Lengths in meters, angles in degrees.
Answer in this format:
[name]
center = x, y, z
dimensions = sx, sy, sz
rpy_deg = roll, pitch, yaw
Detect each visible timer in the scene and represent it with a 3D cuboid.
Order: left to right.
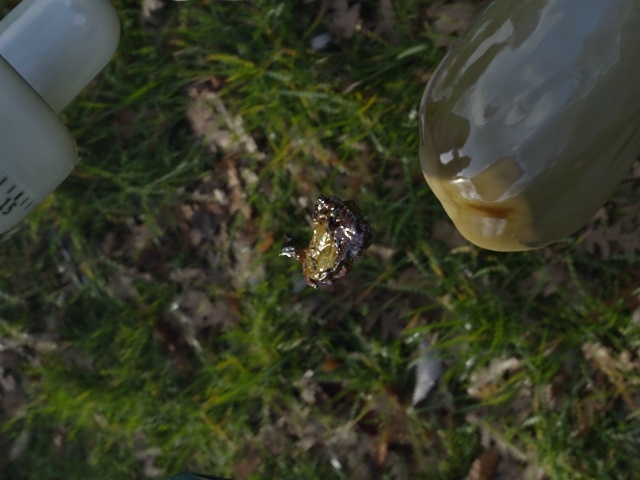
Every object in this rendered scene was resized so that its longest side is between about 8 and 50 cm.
[timer]
center = -0.252, -0.119, 0.779
dimensions = 0.233, 0.240, 0.233
rpy_deg = 43, 172, 8

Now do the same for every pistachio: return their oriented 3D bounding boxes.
[pistachio]
center = 0.140, -0.090, 0.687
dimensions = 0.131, 0.129, 0.206
rpy_deg = 40, 89, -14

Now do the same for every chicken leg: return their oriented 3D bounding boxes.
[chicken leg]
center = 0.002, 0.005, 0.876
dimensions = 0.062, 0.037, 0.145
rpy_deg = 69, 156, 10

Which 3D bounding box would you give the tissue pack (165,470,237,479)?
[tissue pack]
center = 0.032, 0.205, 0.540
dimensions = 0.271, 0.192, 0.134
rpy_deg = -6, 67, 66
